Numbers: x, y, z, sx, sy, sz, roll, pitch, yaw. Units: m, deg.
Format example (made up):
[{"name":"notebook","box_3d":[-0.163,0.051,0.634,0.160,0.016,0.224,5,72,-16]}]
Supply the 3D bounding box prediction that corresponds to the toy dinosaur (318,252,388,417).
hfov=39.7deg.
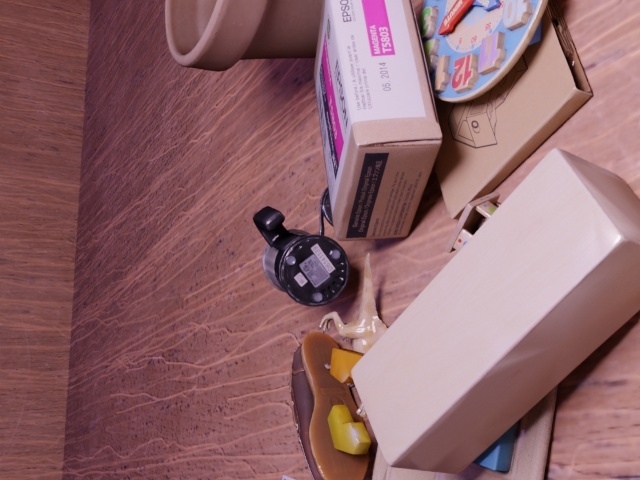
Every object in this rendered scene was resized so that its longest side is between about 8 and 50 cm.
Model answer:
[{"name":"toy dinosaur","box_3d":[0.048,0.105,1.013,0.092,0.053,0.183,-1,90,48]}]

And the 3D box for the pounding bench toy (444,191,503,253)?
[{"name":"pounding bench toy","box_3d":[0.166,-0.003,0.789,0.065,0.083,0.052,38,126,24]}]

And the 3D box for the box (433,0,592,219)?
[{"name":"box","box_3d":[0.166,-0.141,0.852,0.201,0.021,0.165,-49,42,47]}]

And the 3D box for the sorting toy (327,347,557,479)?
[{"name":"sorting toy","box_3d":[0.089,0.202,0.855,0.307,0.041,0.229,5,89,56]}]

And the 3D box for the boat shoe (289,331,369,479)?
[{"name":"boat shoe","box_3d":[0.005,0.209,1.035,0.207,0.073,0.073,-99,28,-43]}]

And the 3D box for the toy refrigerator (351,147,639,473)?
[{"name":"toy refrigerator","box_3d":[0.149,0.067,0.710,0.269,0.094,0.102,-52,41,28]}]

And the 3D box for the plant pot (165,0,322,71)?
[{"name":"plant pot","box_3d":[-0.046,-0.321,1.087,0.263,0.229,0.263,-24,62,59]}]

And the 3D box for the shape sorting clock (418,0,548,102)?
[{"name":"shape sorting clock","box_3d":[0.149,-0.232,0.840,0.206,0.040,0.206,-28,58,58]}]

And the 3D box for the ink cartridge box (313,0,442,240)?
[{"name":"ink cartridge box","box_3d":[0.051,-0.146,0.943,0.193,0.088,0.235,98,167,-61]}]

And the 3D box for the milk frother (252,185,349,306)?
[{"name":"milk frother","box_3d":[0.000,0.000,1.082,0.134,0.143,0.129,-162,53,-77]}]

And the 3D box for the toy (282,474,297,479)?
[{"name":"toy","box_3d":[-0.012,0.368,1.040,0.237,0.056,0.137,-4,81,63]}]
